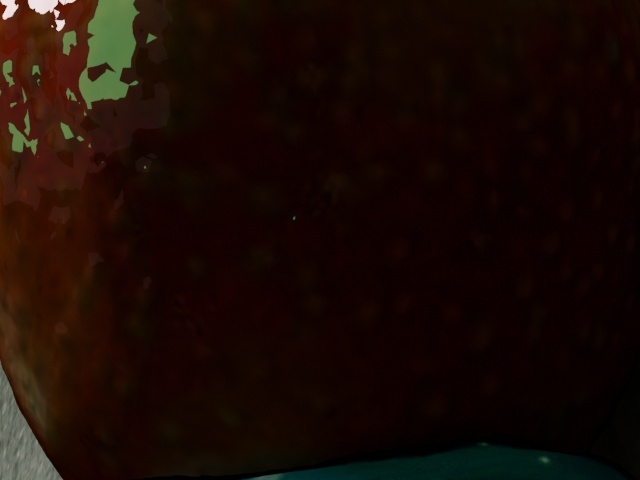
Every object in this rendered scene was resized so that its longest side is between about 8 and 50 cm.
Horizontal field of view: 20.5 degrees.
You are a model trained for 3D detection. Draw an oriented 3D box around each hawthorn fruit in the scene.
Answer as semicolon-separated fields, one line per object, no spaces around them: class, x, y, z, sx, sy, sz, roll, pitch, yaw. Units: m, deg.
hawthorn fruit;0.000;0.000;0.684;0.285;0.285;0.368;-161;67;-69

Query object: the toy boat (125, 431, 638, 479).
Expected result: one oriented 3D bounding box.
toy boat;-0.024;0.148;0.568;0.092;0.299;0.134;-96;-1;-59
